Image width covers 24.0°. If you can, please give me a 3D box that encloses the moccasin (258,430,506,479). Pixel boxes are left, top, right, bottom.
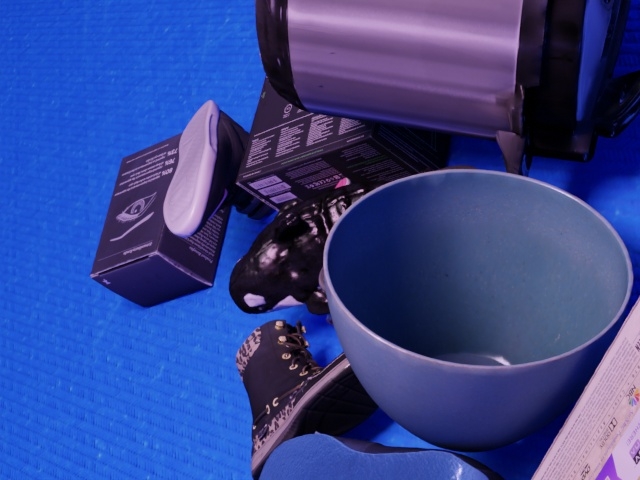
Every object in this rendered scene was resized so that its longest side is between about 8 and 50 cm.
[{"bbox_3d":[0.065,0.276,1.537,0.342,0.117,0.137,0,71,53],"label":"moccasin"}]

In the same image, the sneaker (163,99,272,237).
[{"bbox_3d":[-0.116,-0.071,1.978,0.104,0.147,0.295,-48,18,25],"label":"sneaker"}]

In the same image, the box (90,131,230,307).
[{"bbox_3d":[-0.218,-0.028,2.122,0.153,0.108,0.207,-17,51,42],"label":"box"}]

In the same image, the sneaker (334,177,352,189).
[{"bbox_3d":[0.018,0.001,1.856,0.170,0.075,0.063,-55,2,39],"label":"sneaker"}]

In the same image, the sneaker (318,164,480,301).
[{"bbox_3d":[0.105,0.021,1.632,0.087,0.130,0.227,21,58,45],"label":"sneaker"}]

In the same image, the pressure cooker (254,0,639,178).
[{"bbox_3d":[0.174,-0.281,1.581,0.420,0.370,0.375,9,43,15],"label":"pressure cooker"}]

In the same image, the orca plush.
[{"bbox_3d":[0.000,0.000,1.728,0.287,0.102,0.151,-16,69,26],"label":"orca plush"}]

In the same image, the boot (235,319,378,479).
[{"bbox_3d":[-0.016,0.145,1.702,0.236,0.085,0.178,-49,38,31],"label":"boot"}]

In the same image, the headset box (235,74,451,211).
[{"bbox_3d":[0.047,-0.189,1.910,0.246,0.131,0.283,-16,51,43],"label":"headset box"}]

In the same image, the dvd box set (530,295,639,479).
[{"bbox_3d":[0.302,0.281,1.198,0.307,0.062,0.420,-66,28,28],"label":"dvd box set"}]

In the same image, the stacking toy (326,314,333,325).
[{"bbox_3d":[0.059,0.087,1.747,0.221,0.052,0.167,-13,53,45],"label":"stacking toy"}]

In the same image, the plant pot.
[{"bbox_3d":[0.148,0.093,1.478,0.290,0.195,0.290,0,40,0],"label":"plant pot"}]
